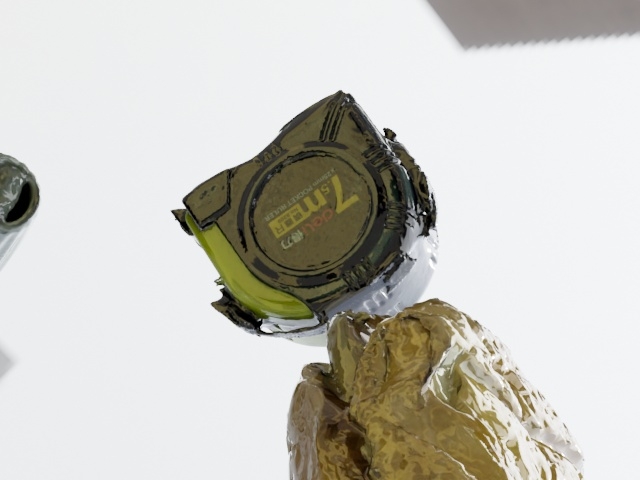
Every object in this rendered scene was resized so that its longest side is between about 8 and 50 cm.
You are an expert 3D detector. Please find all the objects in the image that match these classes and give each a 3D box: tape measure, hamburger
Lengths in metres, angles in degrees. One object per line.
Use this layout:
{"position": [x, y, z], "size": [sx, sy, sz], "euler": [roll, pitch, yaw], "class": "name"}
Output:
{"position": [0.000, 0.000, 1.587], "size": [0.199, 0.112, 0.186], "euler": [-36, -124, 4], "class": "tape measure"}
{"position": [0.074, 0.173, 0.989], "size": [0.144, 0.259, 0.283], "euler": [-29, -144, 20], "class": "hamburger"}

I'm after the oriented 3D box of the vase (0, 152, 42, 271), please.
{"position": [-0.309, -0.014, 1.668], "size": [0.248, 0.128, 0.128], "euler": [-23, -151, 57], "class": "vase"}
